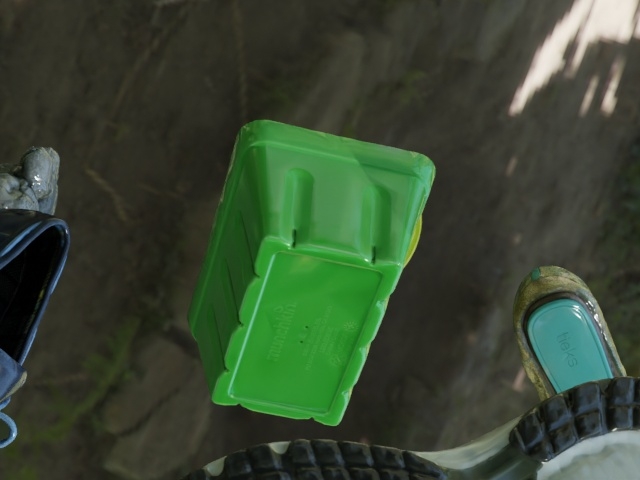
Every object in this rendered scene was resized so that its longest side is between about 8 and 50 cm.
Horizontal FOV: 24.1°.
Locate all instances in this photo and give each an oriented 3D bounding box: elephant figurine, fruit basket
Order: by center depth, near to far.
[{"bbox_3d":[-0.410,-0.050,1.606,0.169,0.239,0.186,105,-5,-59],"label":"elephant figurine"},{"bbox_3d":[0.000,0.000,1.898,0.392,0.282,0.392,-168,-90,-81],"label":"fruit basket"}]

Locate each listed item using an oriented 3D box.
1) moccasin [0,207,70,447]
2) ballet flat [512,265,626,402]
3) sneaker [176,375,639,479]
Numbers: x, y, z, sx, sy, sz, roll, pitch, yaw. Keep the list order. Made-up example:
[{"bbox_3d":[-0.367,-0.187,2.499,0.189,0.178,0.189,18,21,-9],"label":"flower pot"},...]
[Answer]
[{"bbox_3d":[-0.328,0.102,1.351,0.138,0.116,0.342,46,49,-43],"label":"moccasin"},{"bbox_3d":[0.294,0.177,1.638,0.123,0.123,0.349,-46,122,-42],"label":"ballet flat"},{"bbox_3d":[0.056,0.213,0.926,0.410,0.158,0.182,-7,148,-20],"label":"sneaker"}]
